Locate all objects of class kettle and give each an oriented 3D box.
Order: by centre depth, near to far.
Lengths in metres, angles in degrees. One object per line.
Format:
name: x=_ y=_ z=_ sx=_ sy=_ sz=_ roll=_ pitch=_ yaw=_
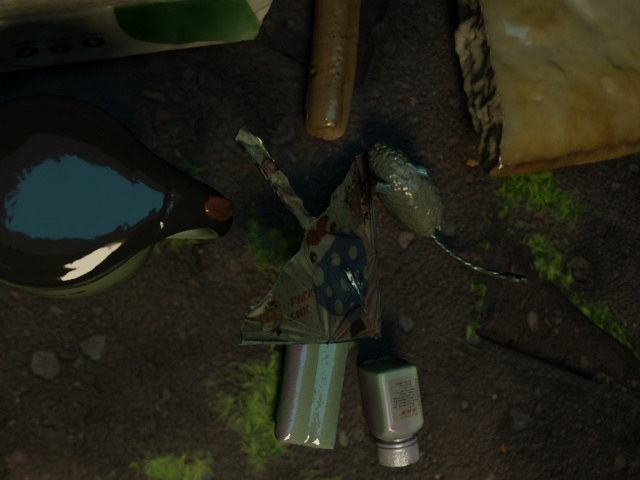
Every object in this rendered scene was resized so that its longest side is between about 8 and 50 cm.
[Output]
kettle: x=-0.199 y=-0.029 z=0.524 sx=0.240 sy=0.255 sz=0.165 roll=3 pitch=83 yaw=-18

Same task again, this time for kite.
kite: x=0.000 y=0.000 z=0.641 sx=0.314 sy=0.011 sz=0.335 roll=57 pitch=43 yaw=-27

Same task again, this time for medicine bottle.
medicine bottle: x=0.087 y=0.205 z=0.693 sx=0.055 sy=0.074 sz=0.118 roll=-7 pitch=88 yaw=-19

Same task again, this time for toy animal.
toy animal: x=0.146 y=-0.023 z=0.725 sx=0.070 sy=0.079 sz=0.253 roll=-43 pitch=99 yaw=6

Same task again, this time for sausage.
sausage: x=0.016 y=-0.273 z=0.708 sx=0.065 sy=0.066 sz=0.301 roll=4 pitch=87 yaw=-18

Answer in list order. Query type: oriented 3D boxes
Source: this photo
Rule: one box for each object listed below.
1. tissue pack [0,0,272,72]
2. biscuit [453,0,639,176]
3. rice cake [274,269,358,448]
tissue pack: x=-0.235 y=-0.330 z=0.562 sx=0.356 sy=0.194 sz=0.266 roll=-15 pitch=91 yaw=-20
biscuit: x=0.360 y=-0.320 z=0.792 sx=0.446 sy=0.104 sz=0.429 roll=-12 pitch=81 yaw=-17
rice cake: x=-0.007 y=0.134 z=0.685 sx=0.080 sy=0.042 sz=0.222 roll=10 pitch=83 yaw=-22
